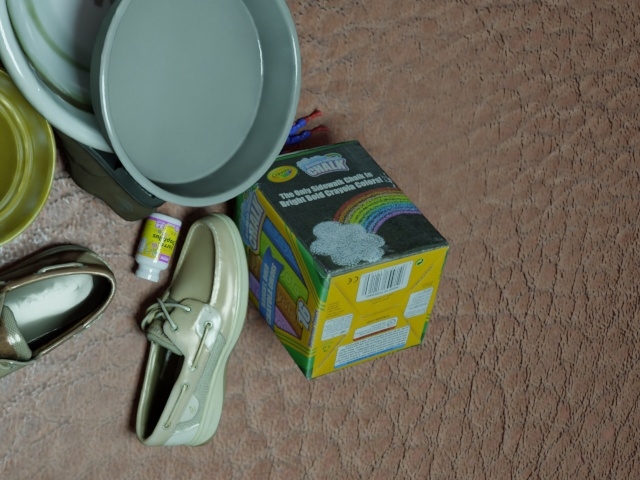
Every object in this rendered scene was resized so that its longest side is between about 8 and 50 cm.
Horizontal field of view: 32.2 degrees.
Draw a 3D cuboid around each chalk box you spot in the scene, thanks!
[{"bbox_3d":[0.000,0.000,1.410,0.180,0.289,0.179,-14,135,-27],"label":"chalk box"}]

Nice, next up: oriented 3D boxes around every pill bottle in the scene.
[{"bbox_3d":[-0.207,0.009,1.394,0.043,0.043,0.083,19,86,-30],"label":"pill bottle"}]

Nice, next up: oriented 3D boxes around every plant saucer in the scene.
[{"bbox_3d":[-0.223,-0.302,1.273,0.400,0.100,0.401,-15,112,-43],"label":"plant saucer"}]

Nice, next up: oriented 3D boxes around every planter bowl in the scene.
[{"bbox_3d":[-0.414,-0.094,1.233,0.217,0.090,0.217,-5,98,-35],"label":"planter bowl"}]

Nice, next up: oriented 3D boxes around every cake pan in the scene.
[{"bbox_3d":[-0.143,-0.187,1.274,0.293,0.054,0.293,-15,111,-43],"label":"cake pan"}]

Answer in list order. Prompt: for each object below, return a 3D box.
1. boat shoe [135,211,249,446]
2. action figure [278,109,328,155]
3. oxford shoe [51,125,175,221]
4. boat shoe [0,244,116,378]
[{"bbox_3d":[-0.168,0.112,1.388,0.098,0.109,0.302,6,98,-41],"label":"boat shoe"},{"bbox_3d":[-0.042,-0.138,1.485,0.115,0.030,0.038,-29,114,-22],"label":"action figure"},{"bbox_3d":[-0.282,-0.111,1.314,0.227,0.096,0.083,51,36,-3],"label":"oxford shoe"},{"bbox_3d":[-0.377,0.102,1.262,0.324,0.116,0.123,-34,111,-23],"label":"boat shoe"}]
